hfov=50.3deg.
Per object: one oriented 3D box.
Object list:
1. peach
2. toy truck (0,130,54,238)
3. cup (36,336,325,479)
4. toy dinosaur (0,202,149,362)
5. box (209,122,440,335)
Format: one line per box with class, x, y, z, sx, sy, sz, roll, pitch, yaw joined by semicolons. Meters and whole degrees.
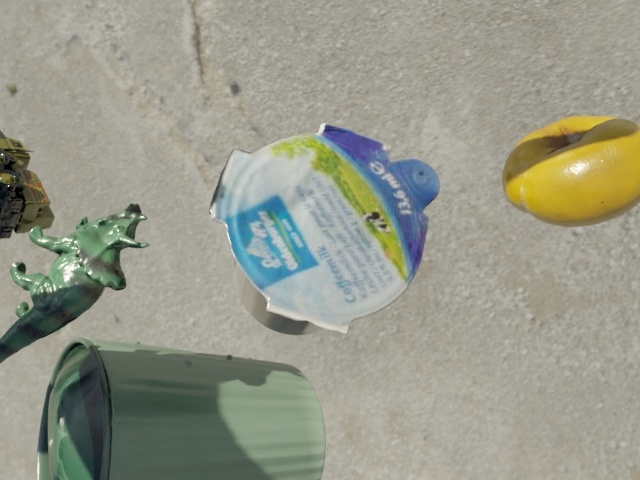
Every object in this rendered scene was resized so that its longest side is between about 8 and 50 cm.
peach;0.308;-0.085;0.823;0.179;0.179;0.103;-3;119;39
toy truck;-0.582;-0.123;1.239;0.257;0.127;0.127;48;123;27
cup;-0.247;0.315;1.096;0.401;0.392;0.310;4;85;55
toy dinosaur;-0.331;0.055;0.830;0.292;0.079;0.120;-35;77;0
box;0.000;0.000;0.913;0.262;0.291;0.206;56;155;12
